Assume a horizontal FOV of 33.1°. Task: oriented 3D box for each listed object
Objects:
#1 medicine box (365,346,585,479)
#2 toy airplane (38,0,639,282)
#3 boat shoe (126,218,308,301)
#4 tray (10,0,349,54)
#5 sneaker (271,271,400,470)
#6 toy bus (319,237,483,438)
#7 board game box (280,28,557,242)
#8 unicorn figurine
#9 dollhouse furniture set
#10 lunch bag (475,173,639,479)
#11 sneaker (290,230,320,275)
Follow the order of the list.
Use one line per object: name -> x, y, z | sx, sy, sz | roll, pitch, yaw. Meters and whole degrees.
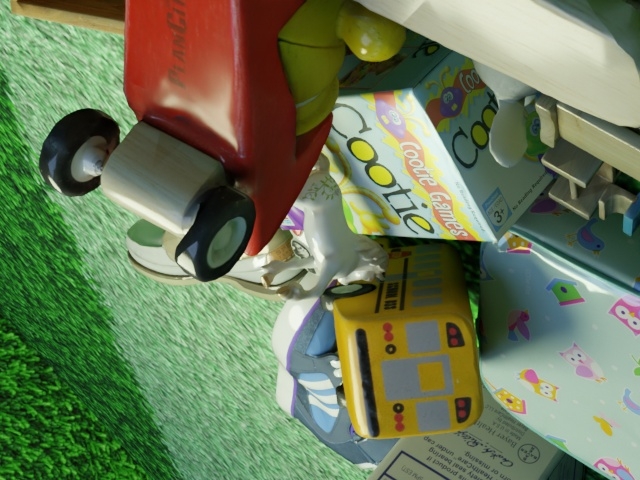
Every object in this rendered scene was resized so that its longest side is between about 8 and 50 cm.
medicine box -> 0.154, 0.315, 1.167 | 0.149, 0.289, 0.263 | 28, 148, 30
toy airplane -> -0.028, -0.194, 0.638 | 0.384, 0.272, 0.386 | -17, 108, 48
boat shoe -> -0.138, -0.007, 1.350 | 0.302, 0.113, 0.103 | 6, 133, 37
tray -> -0.144, -0.283, 0.940 | 0.411, 0.076, 0.203 | 18, 117, 41
sneaker -> 0.068, 0.171, 1.286 | 0.236, 0.130, 0.323 | 30, 148, 16
toy bus -> 0.076, 0.075, 1.013 | 0.333, 0.130, 0.108 | -65, -33, -78
board game box -> 0.057, -0.099, 0.902 | 0.275, 0.144, 0.142 | 4, 133, 53
unicorn figurine -> 0.000, 0.000, 0.869 | 0.060, 0.111, 0.162 | 39, 147, 50
dollhouse furniture set -> 0.240, -0.078, 0.732 | 0.129, 0.129, 0.184 | 34, 175, 21
lunch bag -> 0.251, 0.088, 0.926 | 0.224, 0.108, 0.279 | 27, 148, 29
sneaker -> -0.007, -0.046, 1.158 | 0.068, 0.071, 0.170 | 1, 116, 31
